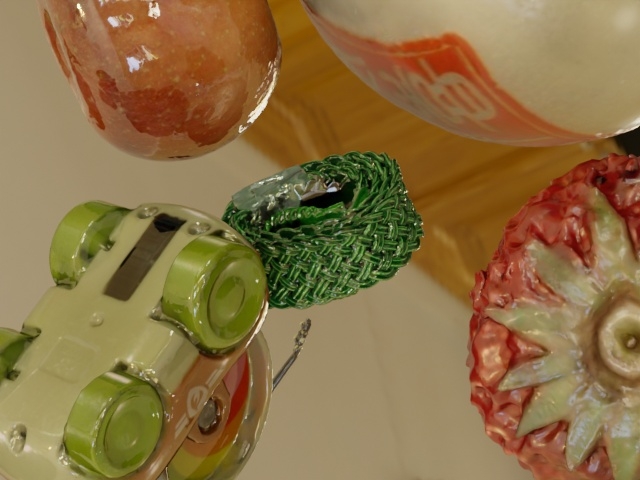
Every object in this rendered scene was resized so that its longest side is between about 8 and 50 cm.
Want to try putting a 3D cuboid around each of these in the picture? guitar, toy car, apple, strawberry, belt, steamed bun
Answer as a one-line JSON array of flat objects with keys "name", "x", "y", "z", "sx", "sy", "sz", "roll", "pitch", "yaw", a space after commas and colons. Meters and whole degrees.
[{"name": "guitar", "x": -0.074, "y": 0.170, "z": 1.690, "sx": 0.025, "sy": 0.233, "sz": 0.088, "roll": 29, "pitch": -159, "yaw": -14}, {"name": "toy car", "x": -0.114, "y": 0.107, "z": 1.146, "sx": 0.235, "sy": 0.145, "sz": 0.235, "roll": -23, "pitch": -59, "yaw": -46}, {"name": "apple", "x": -0.113, "y": -0.159, "z": 1.200, "sx": 0.201, "sy": 0.162, "sz": 0.201, "roll": 159, "pitch": 90, "yaw": -79}, {"name": "strawberry", "x": 0.183, "y": 0.053, "z": 1.012, "sx": 0.244, "sy": 0.205, "sz": 0.205, "roll": -21, "pitch": -91, "yaw": -82}, {"name": "belt", "x": 0.000, "y": 0.000, "z": 1.199, "sx": 0.121, "sy": 0.151, "sz": 0.079, "roll": -76, "pitch": -30, "yaw": -56}, {"name": "steamed bun", "x": 0.128, "y": -0.203, "z": 1.263, "sx": 0.374, "sy": 0.241, "sz": 0.374, "roll": 29, "pitch": 179, "yaw": 0}]
